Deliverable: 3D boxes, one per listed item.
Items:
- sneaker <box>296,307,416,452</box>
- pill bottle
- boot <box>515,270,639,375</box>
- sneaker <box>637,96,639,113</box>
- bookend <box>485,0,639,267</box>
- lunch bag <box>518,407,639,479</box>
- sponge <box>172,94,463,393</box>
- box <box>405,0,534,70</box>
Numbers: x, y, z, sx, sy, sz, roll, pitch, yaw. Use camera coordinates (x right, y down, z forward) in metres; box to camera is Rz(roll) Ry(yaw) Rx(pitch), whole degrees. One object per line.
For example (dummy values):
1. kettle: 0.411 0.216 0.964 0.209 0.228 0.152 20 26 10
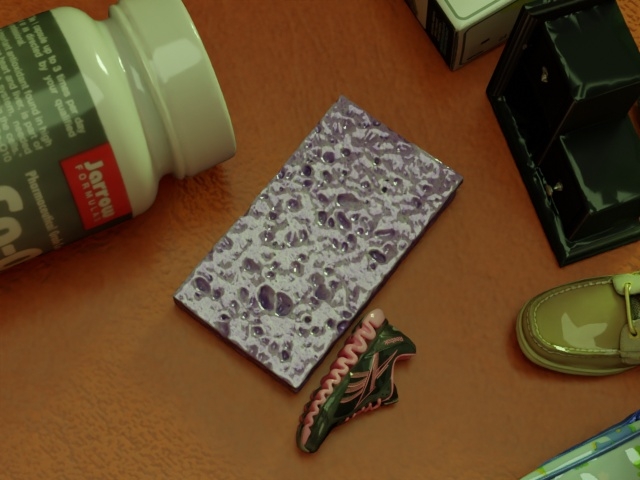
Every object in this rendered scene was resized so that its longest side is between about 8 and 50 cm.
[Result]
1. sneaker: 0.028 0.109 1.079 0.057 0.047 0.119 35 75 -5
2. pill bottle: -0.214 -0.069 1.054 0.283 0.161 0.161 -23 75 -10
3. boot: 0.255 0.039 1.047 0.213 0.165 0.077 -3 72 -6
4. sneaker: 0.322 -0.122 1.159 0.166 0.065 0.076 -13 70 -9
5. bookend: 0.194 -0.082 1.087 0.072 0.156 0.157 -18 76 -9
6. lunch bag: 0.217 0.219 1.029 0.219 0.090 0.176 -25 77 -11
7. sponge: 0.000 0.000 1.113 0.117 0.031 0.210 37 75 9
8. box: 0.101 -0.302 1.178 0.169 0.087 0.290 -29 77 -6
